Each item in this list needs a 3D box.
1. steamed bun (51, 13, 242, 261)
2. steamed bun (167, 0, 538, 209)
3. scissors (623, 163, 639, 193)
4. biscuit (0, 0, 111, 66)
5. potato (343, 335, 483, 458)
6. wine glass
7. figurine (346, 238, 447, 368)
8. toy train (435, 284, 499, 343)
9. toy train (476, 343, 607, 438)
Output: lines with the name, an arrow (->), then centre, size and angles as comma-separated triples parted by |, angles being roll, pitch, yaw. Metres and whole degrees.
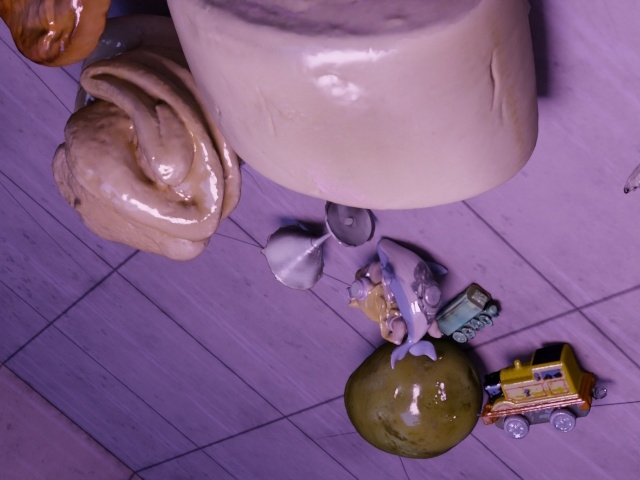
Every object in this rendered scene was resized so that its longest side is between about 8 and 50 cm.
steamed bun -> -0.257, -0.163, 1.698 | 0.325, 0.372, 0.230 | -11, 155, 29
steamed bun -> 0.021, -0.221, 1.411 | 0.456, 0.290, 0.371 | 18, 146, 28
scissors -> 0.431, -0.130, 1.397 | 0.109, 0.022, 0.300 | 37, 149, 5
biscuit -> -0.374, -0.392, 1.644 | 0.296, 0.102, 0.296 | 18, 113, 51
potato -> 0.156, 0.274, 2.028 | 0.216, 0.216, 0.304 | 44, 145, -13
wine glass -> 0.000, 0.000, 1.899 | 0.122, 0.122, 0.183 | 42, 145, -10
figurine -> 0.123, 0.099, 1.876 | 0.184, 0.128, 0.208 | -18, 80, 53
toy train -> 0.238, 0.123, 1.904 | 0.071, 0.038, 0.148 | 39, 149, 0
toy train -> 0.344, 0.239, 1.867 | 0.219, 0.089, 0.127 | -14, 110, 27
